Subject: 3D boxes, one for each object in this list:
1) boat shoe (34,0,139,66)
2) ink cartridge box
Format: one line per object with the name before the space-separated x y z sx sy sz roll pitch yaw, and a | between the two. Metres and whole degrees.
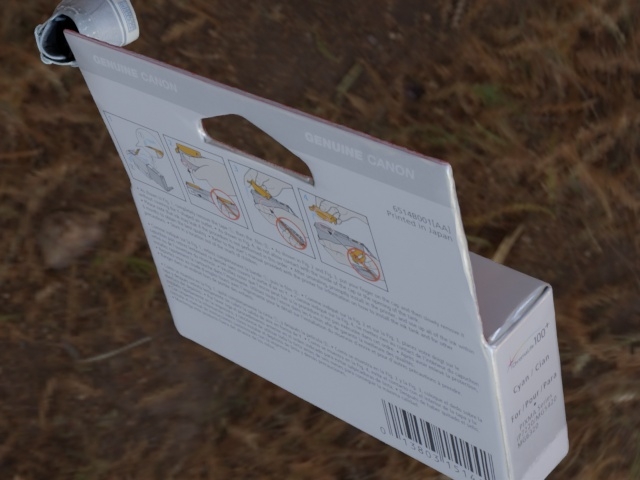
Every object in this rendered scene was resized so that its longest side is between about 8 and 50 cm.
boat shoe | -0.277 -0.233 1.587 0.081 0.227 0.079 -24 102 -25
ink cartridge box | 0.000 0.000 0.846 0.296 0.261 0.066 23 52 37
